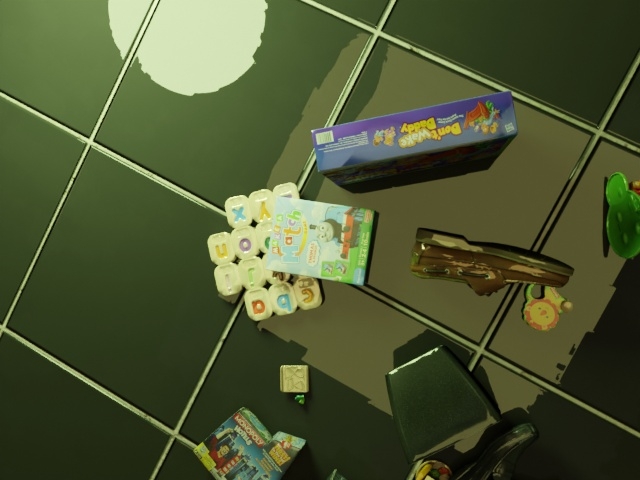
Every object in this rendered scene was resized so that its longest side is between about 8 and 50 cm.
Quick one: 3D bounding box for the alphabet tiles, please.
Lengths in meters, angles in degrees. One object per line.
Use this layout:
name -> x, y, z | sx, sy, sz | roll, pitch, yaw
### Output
alphabet tiles -> -0.103, 0.025, 1.258 | 0.284, 0.021, 0.278 | -14, 87, 10

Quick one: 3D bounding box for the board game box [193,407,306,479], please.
board game box -> -0.138, 0.463, 1.243 | 0.194, 0.060, 0.194 | -42, 83, 6

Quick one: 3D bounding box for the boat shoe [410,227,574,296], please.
boat shoe -> 0.332, 0.056, 1.142 | 0.307, 0.111, 0.104 | 14, 99, 21

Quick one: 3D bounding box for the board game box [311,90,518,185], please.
board game box -> 0.178, -0.186, 1.101 | 0.347, 0.233, 0.078 | -10, 88, 10

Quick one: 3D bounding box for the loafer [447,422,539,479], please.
loafer -> 0.352, 0.452, 1.137 | 0.223, 0.076, 0.078 | -46, 43, 10

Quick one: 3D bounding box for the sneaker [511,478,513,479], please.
sneaker -> 0.453, 0.514, 1.142 | 0.170, 0.051, 0.089 | 43, 97, 3

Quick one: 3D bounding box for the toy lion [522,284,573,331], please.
toy lion -> 0.448, 0.129, 1.155 | 0.096, 0.034, 0.100 | -34, 84, 16

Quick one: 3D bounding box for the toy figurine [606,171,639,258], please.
toy figurine -> 0.651, -0.051, 1.094 | 0.159, 0.130, 0.173 | -1, 65, -3

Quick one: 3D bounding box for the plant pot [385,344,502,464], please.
plant pot -> 0.228, 0.306, 1.124 | 0.188, 0.187, 0.167 | -29, 73, 9

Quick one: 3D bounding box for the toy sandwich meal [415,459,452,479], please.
toy sandwich meal -> 0.235, 0.500, 1.190 | 0.086, 0.029, 0.085 | 0, 90, 10

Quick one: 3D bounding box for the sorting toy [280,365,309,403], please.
sorting toy -> -0.056, 0.315, 1.252 | 0.062, 0.012, 0.083 | -2, 86, 5

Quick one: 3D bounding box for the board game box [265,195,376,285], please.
board game box -> 0.000, 0.000, 1.209 | 0.212, 0.039, 0.160 | 9, 92, 11

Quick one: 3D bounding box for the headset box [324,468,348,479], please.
headset box -> 0.033, 0.659, 1.174 | 0.283, 0.131, 0.246 | 43, 96, 8
